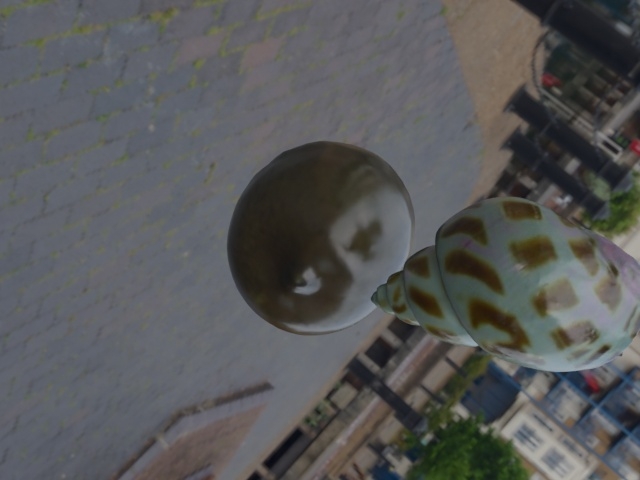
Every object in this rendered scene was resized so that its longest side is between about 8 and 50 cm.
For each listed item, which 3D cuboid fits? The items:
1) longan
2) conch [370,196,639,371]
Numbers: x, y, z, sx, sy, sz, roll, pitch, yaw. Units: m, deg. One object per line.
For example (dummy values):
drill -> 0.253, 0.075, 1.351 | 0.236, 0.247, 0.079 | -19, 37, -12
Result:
longan -> 0.000, 0.000, 1.564 | 0.361, 0.361, 0.361 | -46, 166, -14
conch -> 0.246, 0.067, 1.181 | 0.197, 0.249, 0.368 | -3, 169, -35
